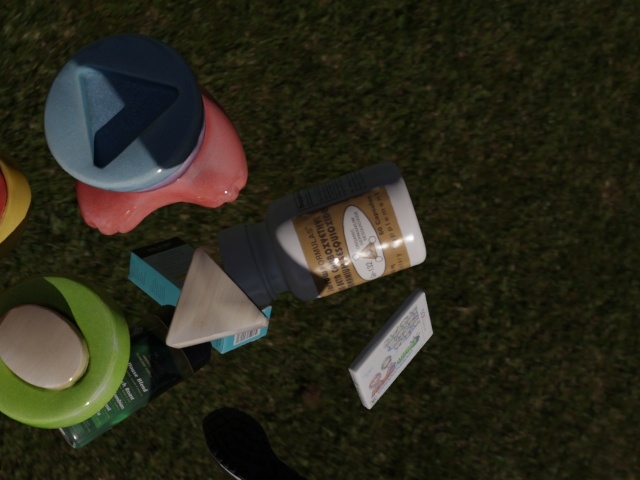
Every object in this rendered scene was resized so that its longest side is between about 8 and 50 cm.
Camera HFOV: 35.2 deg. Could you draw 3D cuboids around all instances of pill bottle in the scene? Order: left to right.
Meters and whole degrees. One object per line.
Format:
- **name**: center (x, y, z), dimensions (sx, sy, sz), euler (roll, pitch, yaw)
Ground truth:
- **pill bottle**: center (0.000, 0.000, 1.207), dimensions (0.229, 0.131, 0.131), euler (-19, 100, 1)

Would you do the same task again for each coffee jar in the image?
- **coffee jar**: center (-0.210, 0.143, 1.093), dimensions (0.184, 0.096, 0.079), euler (-33, 102, -17)

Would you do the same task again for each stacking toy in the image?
- **stacking toy**: center (-0.207, -0.010, 0.811), dimensions (0.309, 0.130, 0.279), euler (-24, 75, 3)

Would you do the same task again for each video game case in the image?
- **video game case**: center (0.105, 0.160, 1.470), dimensions (0.157, 0.019, 0.143), euler (-48, 153, -16)

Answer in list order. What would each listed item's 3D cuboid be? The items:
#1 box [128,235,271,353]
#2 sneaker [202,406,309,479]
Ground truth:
- **box**: center (-0.201, 0.085, 1.647), dimensions (0.100, 0.244, 0.060), euler (-20, 132, -43)
- **sneaker**: center (-0.115, 0.421, 1.752), dimensions (0.107, 0.283, 0.124), euler (-26, 147, -34)
